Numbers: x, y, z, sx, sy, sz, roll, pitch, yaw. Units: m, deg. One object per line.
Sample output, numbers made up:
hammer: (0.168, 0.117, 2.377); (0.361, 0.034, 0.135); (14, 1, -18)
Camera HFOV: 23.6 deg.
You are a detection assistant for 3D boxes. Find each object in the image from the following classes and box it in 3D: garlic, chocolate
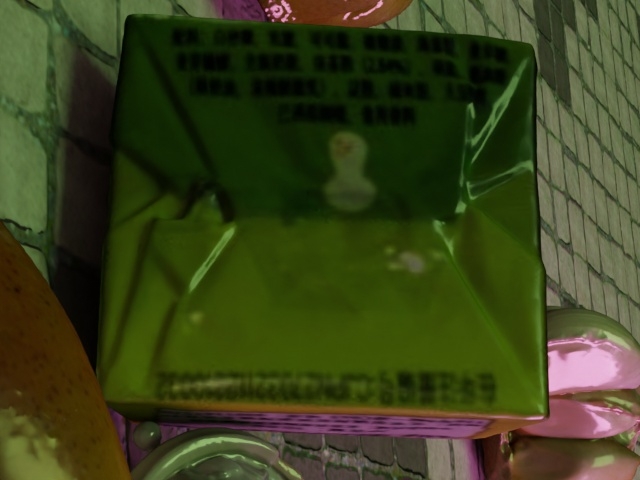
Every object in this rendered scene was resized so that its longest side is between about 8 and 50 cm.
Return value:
garlic: (0.282, 0.188, 1.735); (0.184, 0.203, 0.281); (-98, -174, -70)
chocolate: (0.000, 0.000, 1.075); (0.137, 0.301, 0.288); (103, -12, -65)

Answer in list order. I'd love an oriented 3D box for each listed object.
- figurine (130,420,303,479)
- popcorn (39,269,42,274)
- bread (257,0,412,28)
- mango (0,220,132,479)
figurine: (-0.065, 0.230, 1.010); (0.163, 0.141, 0.236); (-21, 103, -30)
popcorn: (-0.194, 0.049, 0.901); (0.083, 0.068, 0.059); (-40, 112, -28)
bread: (-0.005, -0.306, 1.368); (0.270, 0.148, 0.269); (-13, 90, -70)
mango: (-0.188, 0.121, 0.707); (0.350, 0.201, 0.199); (61, -15, 10)
